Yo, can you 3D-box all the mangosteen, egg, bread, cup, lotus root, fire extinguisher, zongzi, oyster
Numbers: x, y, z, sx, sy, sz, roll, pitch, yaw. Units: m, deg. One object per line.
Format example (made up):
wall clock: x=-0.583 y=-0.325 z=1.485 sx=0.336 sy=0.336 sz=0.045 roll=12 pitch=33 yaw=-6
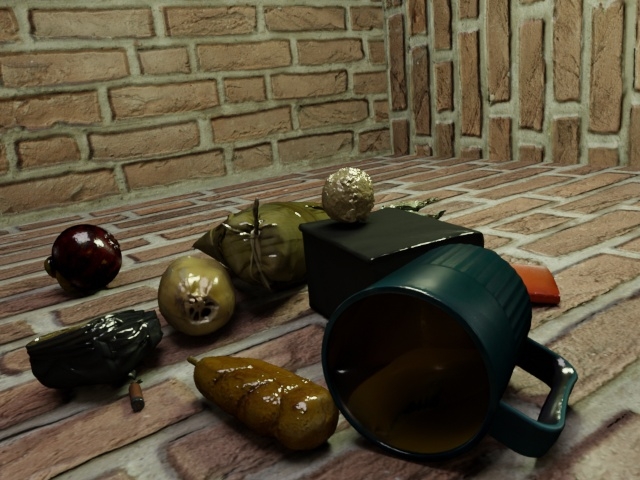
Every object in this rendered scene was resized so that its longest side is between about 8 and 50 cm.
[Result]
mangosteen: x=-0.666 y=0.052 z=1.607 sx=0.210 sy=0.209 sz=0.210 roll=-5 pitch=15 yaw=1
egg: x=0.061 y=-0.095 z=1.231 sx=0.118 sy=0.116 sz=0.140 roll=21 pitch=52 yaw=16
bread: x=-0.110 y=0.240 z=0.897 sx=0.344 sy=0.083 sz=0.124 roll=9 pitch=3 yaw=44
cup: x=0.203 y=0.143 z=0.839 sx=0.308 sy=0.242 sz=0.292 roll=0 pitch=13 yaw=30
lotus root: x=-0.283 y=0.116 z=1.303 sx=0.169 sy=0.151 sz=0.343 roll=11 pitch=7 yaw=-14
fire extinguisher: x=-0.317 y=0.265 z=0.985 sx=0.028 sy=0.022 sz=0.083 roll=-29 pitch=21 yaw=-14
zongzi: x=-0.243 y=0.033 z=1.457 sx=0.467 sy=0.218 sz=0.500 roll=-11 pitch=2 yaw=19
oyster: x=0.259 y=-0.060 z=1.814 sx=0.351 sy=0.158 sz=0.162 roll=-29 pitch=-16 yaw=-40

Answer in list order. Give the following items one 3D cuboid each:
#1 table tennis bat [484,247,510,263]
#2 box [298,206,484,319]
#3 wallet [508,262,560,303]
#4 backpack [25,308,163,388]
table tennis bat: x=0.429 y=0.048 z=1.542 sx=0.130 sy=0.019 sz=0.220 roll=-12 pitch=15 yaw=-20
box: x=0.139 y=0.069 z=1.208 sx=0.251 sy=0.204 sz=0.345 roll=-12 pitch=16 yaw=-21
wallet: x=0.413 y=0.093 z=1.268 sx=0.205 sy=0.045 sz=0.142 roll=4 pitch=26 yaw=3
backpack: x=-0.401 y=0.199 z=1.078 sx=0.206 sy=0.133 sz=0.258 roll=-14 pitch=5 yaw=16
